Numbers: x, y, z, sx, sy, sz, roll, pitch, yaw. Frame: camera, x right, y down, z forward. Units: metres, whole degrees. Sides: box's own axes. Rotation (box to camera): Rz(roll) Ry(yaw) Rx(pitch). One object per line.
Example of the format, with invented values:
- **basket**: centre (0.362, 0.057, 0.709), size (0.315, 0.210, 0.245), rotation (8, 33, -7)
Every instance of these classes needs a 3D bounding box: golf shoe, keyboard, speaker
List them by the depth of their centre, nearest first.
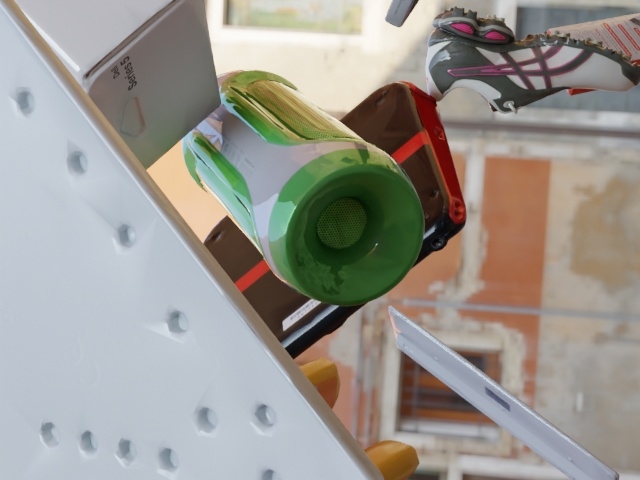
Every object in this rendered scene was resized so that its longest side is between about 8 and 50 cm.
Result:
- **speaker**: centre (-0.025, -0.053, 1.083), size (0.296, 0.131, 0.131), rotation (-135, 42, -61)
- **keyboard**: centre (0.160, 0.144, 1.198), size (0.014, 0.256, 0.072), rotation (-43, -28, -21)
- **golf shoe**: centre (0.264, -0.210, 1.681), size (0.105, 0.272, 0.120), rotation (-76, -2, -86)

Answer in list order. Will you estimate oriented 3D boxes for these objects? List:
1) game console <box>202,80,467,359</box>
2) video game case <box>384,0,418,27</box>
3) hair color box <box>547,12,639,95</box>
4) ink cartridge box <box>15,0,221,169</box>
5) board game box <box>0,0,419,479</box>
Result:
- **game console**: centre (0.000, 0.000, 1.599), size (0.060, 0.386, 0.342), rotation (39, -158, -29)
- **video game case**: centre (0.101, -0.260, 1.092), size (0.143, 0.019, 0.157), rotation (-65, -2, 30)
- **hair color box**: centre (0.414, -0.270, 1.937), size (0.053, 0.167, 0.093), rotation (102, 148, -48)
- **ink cartridge box**: centre (-0.209, -0.197, 1.024), size (0.115, 0.273, 0.198), rotation (-42, -15, -13)
- **board game box**: centre (-0.185, 0.075, 0.667), size (0.050, 0.390, 0.390), rotation (-17, -27, -53)
